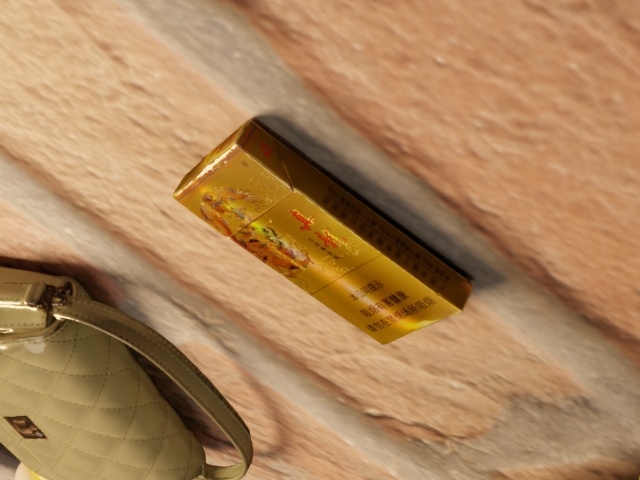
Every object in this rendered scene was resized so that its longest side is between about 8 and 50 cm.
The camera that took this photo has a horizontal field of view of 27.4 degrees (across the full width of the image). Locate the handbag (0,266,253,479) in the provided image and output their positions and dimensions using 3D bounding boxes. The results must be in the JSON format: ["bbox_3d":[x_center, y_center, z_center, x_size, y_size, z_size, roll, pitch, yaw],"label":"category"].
[{"bbox_3d":[-0.167,0.115,0.978,0.219,0.079,0.256,3,144,28],"label":"handbag"}]

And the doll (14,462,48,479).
[{"bbox_3d":[-0.198,0.271,1.223,0.117,0.086,0.291,39,164,46],"label":"doll"}]

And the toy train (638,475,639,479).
[{"bbox_3d":[0.352,0.152,0.582,0.369,0.150,0.237,29,158,-5],"label":"toy train"}]

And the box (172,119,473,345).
[{"bbox_3d":[0.000,0.000,0.726,0.156,0.022,0.089,36,147,-16],"label":"box"}]
